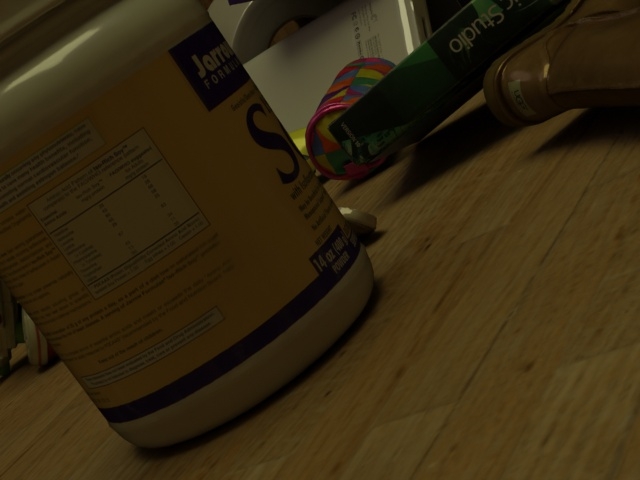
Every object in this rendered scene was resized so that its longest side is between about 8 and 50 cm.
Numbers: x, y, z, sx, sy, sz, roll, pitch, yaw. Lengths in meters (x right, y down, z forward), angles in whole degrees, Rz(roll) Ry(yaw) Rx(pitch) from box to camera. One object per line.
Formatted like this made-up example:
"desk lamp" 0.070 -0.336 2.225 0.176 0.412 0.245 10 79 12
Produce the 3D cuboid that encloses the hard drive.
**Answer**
"hard drive" 0.021 -0.221 1.648 0.307 0.203 0.040 -27 -31 34

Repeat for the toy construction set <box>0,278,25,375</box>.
"toy construction set" -0.448 0.080 1.570 0.215 0.151 0.328 -100 25 -72

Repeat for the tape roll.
"tape roll" -0.055 -0.302 1.918 0.246 0.246 0.169 -36 25 -10

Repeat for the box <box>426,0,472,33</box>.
"box" 0.221 -0.379 1.741 0.143 0.165 0.270 -19 18 51

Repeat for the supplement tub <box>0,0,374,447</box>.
"supplement tub" -0.139 -0.039 0.903 0.241 0.331 0.241 -32 12 7

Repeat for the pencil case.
"pencil case" 0.050 -0.146 1.423 0.104 0.104 0.236 -29 12 22

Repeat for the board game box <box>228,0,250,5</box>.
"board game box" 0.018 -0.440 1.760 0.233 0.078 0.347 -8 20 20

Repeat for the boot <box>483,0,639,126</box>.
"boot" 0.276 -0.161 0.910 0.236 0.089 0.269 -41 16 -18

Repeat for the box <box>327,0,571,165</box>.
"box" 0.172 -0.203 1.192 0.322 0.058 0.232 -41 -4 22

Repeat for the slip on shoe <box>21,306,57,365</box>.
"slip on shoe" -0.325 0.058 1.614 0.101 0.123 0.331 1 24 6

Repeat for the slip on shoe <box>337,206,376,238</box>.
"slip on shoe" 0.000 0.000 1.106 0.135 0.051 0.041 -10 65 46

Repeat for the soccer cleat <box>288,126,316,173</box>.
"soccer cleat" -0.104 -0.086 1.540 0.289 0.121 0.093 -29 12 24
